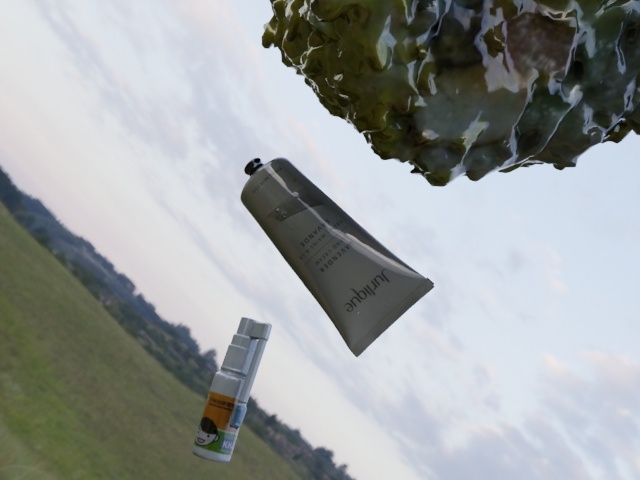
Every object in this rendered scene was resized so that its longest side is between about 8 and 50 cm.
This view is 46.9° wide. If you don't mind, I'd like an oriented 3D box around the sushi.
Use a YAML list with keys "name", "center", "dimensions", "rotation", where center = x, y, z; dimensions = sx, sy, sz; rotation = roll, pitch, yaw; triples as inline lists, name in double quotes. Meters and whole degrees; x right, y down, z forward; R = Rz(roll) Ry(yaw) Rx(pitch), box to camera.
- name: "sushi"
  center: [0.144, -0.242, 0.572]
  dimensions: [0.351, 0.396, 0.240]
  rotation: [10, 30, -29]

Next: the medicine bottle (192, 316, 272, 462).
- name: "medicine bottle"
  center: [-0.130, 0.228, 1.131]
  dimensions: [0.061, 0.220, 0.092]
  rotation: [24, -15, -32]

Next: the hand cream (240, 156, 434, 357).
- name: "hand cream"
  center: [0.000, 0.000, 0.616]
  dimensions: [0.186, 0.087, 0.054]
  rotation: [47, -3, 15]
